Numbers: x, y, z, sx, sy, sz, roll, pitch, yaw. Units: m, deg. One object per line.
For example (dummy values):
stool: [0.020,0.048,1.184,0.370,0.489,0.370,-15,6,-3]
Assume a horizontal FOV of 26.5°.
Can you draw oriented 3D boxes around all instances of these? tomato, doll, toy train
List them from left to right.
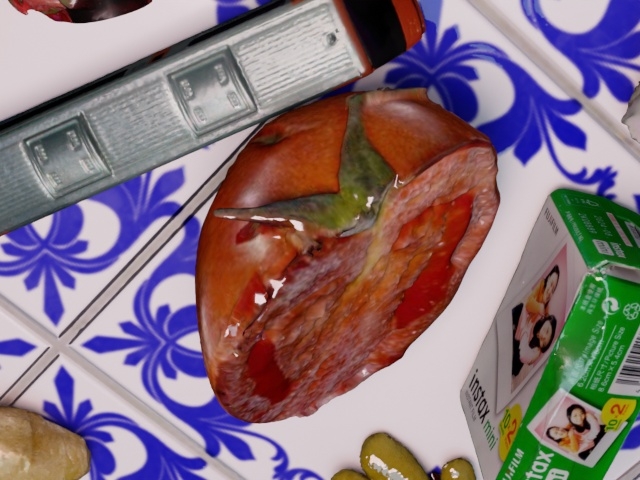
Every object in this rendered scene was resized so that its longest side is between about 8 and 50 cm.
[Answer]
toy train: [-0.111,-0.118,1.130,0.409,0.089,0.086,-22,107,11]
tomato: [-0.003,-0.005,1.124,0.309,0.309,0.170,-49,62,20]
doll: [0.104,0.277,1.318,0.209,0.097,0.137,46,76,-1]

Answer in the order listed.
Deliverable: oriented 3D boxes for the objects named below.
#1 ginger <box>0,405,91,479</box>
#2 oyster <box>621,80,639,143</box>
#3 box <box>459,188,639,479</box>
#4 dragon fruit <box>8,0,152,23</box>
ginger: [-0.426,0.124,1.222,0.348,0.122,0.363,-17,127,0]
oyster: [0.382,-0.133,1.107,0.271,0.100,0.275,-6,127,6]
box: [0.214,0.099,1.172,0.103,0.180,0.250,17,113,-11]
dragon fruit: [-0.184,-0.261,1.032,0.166,0.160,0.172,-2,114,23]
